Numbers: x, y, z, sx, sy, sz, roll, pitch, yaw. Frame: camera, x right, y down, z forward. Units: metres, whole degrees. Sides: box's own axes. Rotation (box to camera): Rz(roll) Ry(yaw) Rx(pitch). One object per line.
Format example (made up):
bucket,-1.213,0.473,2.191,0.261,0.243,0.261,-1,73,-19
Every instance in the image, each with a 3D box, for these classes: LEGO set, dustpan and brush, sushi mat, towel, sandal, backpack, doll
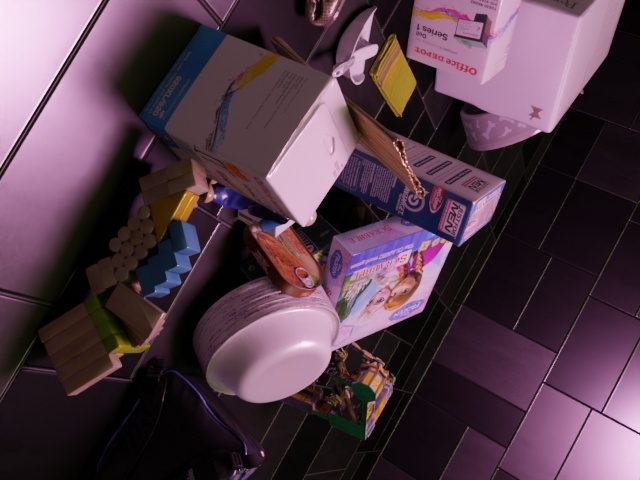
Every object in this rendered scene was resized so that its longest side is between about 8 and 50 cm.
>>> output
LEGO set,0.046,0.311,1.679,0.192,0.332,0.254,-50,141,-44
dustpan and brush,0.062,-0.351,1.310,0.211,0.060,0.147,-36,145,-45
sushi mat,0.040,-0.190,1.047,0.019,0.316,0.151,-41,146,-4
towel,0.172,-0.368,1.562,0.102,0.021,0.237,-61,156,-2
sandal,0.066,0.017,1.705,0.060,0.090,0.219,78,33,-87
backpack,-0.260,0.399,1.247,0.263,0.276,0.213,-46,153,-4
doll,-0.097,-0.065,1.156,0.046,0.189,0.129,-96,-154,-56

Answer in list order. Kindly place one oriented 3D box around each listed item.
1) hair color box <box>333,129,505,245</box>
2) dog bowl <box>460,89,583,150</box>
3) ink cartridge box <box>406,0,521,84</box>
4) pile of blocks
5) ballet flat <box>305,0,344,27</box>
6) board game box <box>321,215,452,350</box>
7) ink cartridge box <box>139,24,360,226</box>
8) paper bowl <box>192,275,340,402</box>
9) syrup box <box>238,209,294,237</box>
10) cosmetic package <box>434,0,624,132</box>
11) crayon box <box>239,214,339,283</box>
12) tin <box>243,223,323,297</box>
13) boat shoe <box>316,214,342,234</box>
hair color box,0.183,-0.128,1.432,0.174,0.347,0.105,-30,141,-50
dog bowl,0.558,-0.394,1.964,0.349,0.349,0.102,-46,113,-32
ink cartridge box,0.312,-0.503,1.476,0.117,0.201,0.278,-42,149,-37
pile of blocks,-0.245,0.057,0.987,0.362,0.149,0.113,-56,162,3
ballet flat,0.034,-0.473,1.126,0.058,0.084,0.249,15,107,-41
board game box,0.137,0.082,1.512,0.319,0.066,0.317,-19,141,-32
ink cartridge box,-0.094,-0.161,0.987,0.168,0.233,0.171,-58,155,-10
paper bowl,-0.094,0.207,1.344,0.284,0.148,0.284,-19,145,-14
syrup box,-0.082,-0.132,1.211,0.093,0.096,0.236,-40,147,-41
cosmetic package,0.529,-0.545,1.710,0.393,0.330,0.327,-48,153,-31
crayon box,-0.041,0.114,1.498,0.203,0.083,0.322,-34,148,-15
tin,-0.071,0.026,1.292,0.106,0.189,0.040,-15,150,-43
boat shoe,0.000,0.000,1.564,0.083,0.065,0.183,-55,152,0
